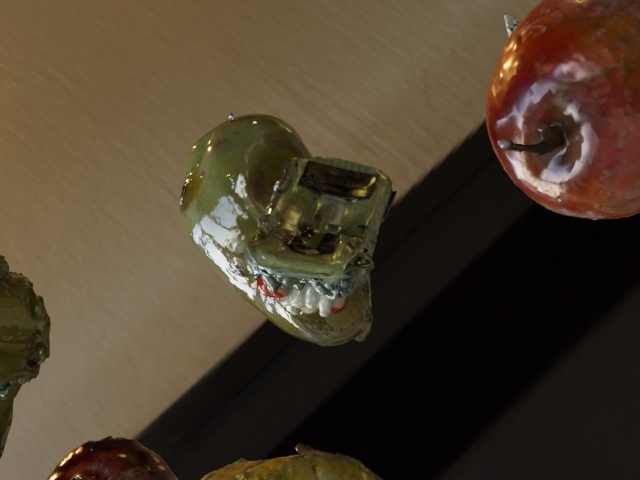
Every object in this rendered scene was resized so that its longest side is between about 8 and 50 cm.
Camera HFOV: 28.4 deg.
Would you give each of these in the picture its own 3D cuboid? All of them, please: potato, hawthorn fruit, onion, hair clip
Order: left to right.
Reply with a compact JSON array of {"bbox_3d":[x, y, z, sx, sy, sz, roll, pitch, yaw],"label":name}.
[{"bbox_3d":[-0.326,0.416,1.939,0.252,0.252,0.219,-39,-33,-14],"label":"onion"},{"bbox_3d":[-0.050,-0.007,1.599,0.202,0.351,0.218,-26,-22,-22],"label":"potato"},{"bbox_3d":[0.000,0.001,1.321,0.321,0.138,0.091,-65,-18,-67],"label":"hair clip"},{"bbox_3d":[0.265,-0.128,1.227,0.263,0.231,0.235,-31,-50,-3],"label":"hawthorn fruit"}]

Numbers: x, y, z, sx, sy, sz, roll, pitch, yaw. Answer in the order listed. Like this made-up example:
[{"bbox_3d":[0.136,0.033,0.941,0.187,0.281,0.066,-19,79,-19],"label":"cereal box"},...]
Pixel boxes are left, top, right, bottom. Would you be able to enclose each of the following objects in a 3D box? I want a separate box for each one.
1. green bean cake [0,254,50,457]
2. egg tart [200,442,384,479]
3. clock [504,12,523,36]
[{"bbox_3d":[-0.382,0.153,1.229,0.202,0.285,0.310,4,-85,-42],"label":"green bean cake"},{"bbox_3d":[0.002,0.282,1.078,0.290,0.290,0.115,-15,-40,-41],"label":"egg tart"},{"bbox_3d":[0.343,-0.239,1.878,0.053,0.236,0.236,-24,-28,15],"label":"clock"}]
